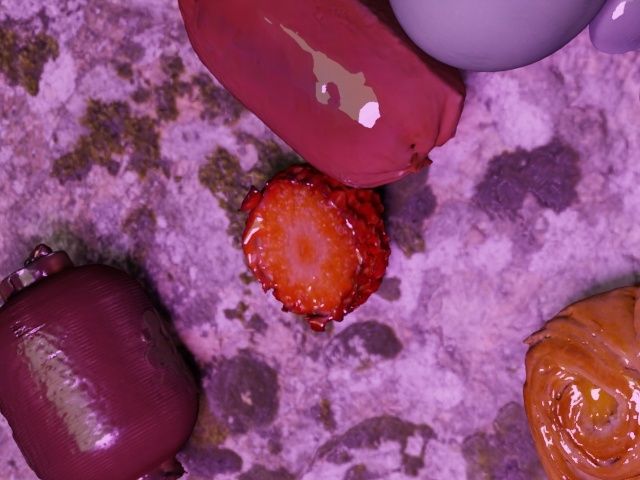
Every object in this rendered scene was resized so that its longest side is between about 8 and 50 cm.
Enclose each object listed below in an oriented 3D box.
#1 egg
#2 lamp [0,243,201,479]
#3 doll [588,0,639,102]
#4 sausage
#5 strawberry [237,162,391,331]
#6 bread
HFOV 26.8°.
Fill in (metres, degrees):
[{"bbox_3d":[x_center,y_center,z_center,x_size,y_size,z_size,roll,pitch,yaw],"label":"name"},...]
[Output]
[{"bbox_3d":[0.131,-0.211,0.991,0.168,0.231,0.168,3,76,-11],"label":"egg"},{"bbox_3d":[-0.217,0.127,1.263,0.180,0.180,0.258,-32,83,27],"label":"lamp"},{"bbox_3d":[0.327,-0.181,0.967,0.258,0.153,0.195,-40,62,9],"label":"doll"},{"bbox_3d":[-0.006,-0.161,1.113,0.279,0.152,0.152,45,115,11],"label":"sausage"},{"bbox_3d":[0.000,0.000,1.172,0.145,0.086,0.145,8,108,28],"label":"strawberry"},{"bbox_3d":[0.279,0.127,1.045,0.236,0.120,0.198,-15,92,28],"label":"bread"}]
